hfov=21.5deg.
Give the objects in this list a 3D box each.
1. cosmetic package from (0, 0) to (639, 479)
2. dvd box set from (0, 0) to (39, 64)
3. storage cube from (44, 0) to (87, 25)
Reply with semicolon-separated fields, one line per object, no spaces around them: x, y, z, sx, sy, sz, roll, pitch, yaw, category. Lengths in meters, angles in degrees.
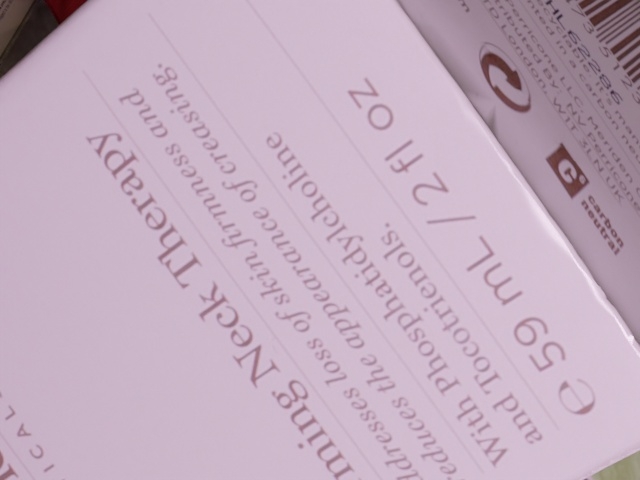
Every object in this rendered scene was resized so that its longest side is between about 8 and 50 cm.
0.000;0.000;0.975;0.329;0.394;0.327;54;30;-1;cosmetic package
-0.399;-0.178;1.021;0.420;0.062;0.307;36;55;-21;dvd box set
-0.104;-0.256;1.153;0.193;0.184;0.215;59;23;-3;storage cube
